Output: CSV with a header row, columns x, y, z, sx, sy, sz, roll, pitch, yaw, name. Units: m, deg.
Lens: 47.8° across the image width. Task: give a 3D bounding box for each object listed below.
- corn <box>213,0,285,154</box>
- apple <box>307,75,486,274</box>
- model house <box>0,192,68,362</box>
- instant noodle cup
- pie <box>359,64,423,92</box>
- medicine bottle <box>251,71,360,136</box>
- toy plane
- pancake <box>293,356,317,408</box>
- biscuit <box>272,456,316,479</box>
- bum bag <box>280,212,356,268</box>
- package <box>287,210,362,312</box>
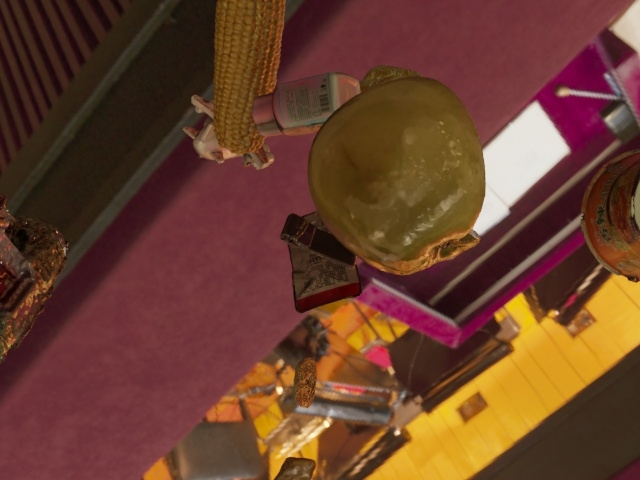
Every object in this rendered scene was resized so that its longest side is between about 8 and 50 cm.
x,y,z,sx,sy,sz,roll,pitch,yaw,name
-0.153,-0.371,1.481,0.144,0.144,0.387,-9,126,-29,corn
0.107,-0.080,1.097,0.234,0.257,0.295,-23,159,-9,apple
-0.695,0.003,1.301,0.298,0.360,0.339,4,140,21,model house
0.542,-0.044,1.114,0.230,0.230,0.182,-34,175,2,instant noodle cup
0.186,-0.328,1.928,0.105,0.257,0.274,26,78,-73,pie
-0.028,-0.247,1.342,0.188,0.094,0.119,-7,-178,27,medicine bottle
-0.219,-0.257,1.737,0.252,0.252,0.118,5,135,-40,toy plane
-0.029,0.277,1.415,0.017,0.108,0.108,-4,151,21,pancake
-0.112,0.526,1.508,0.184,0.039,0.174,8,108,-15,biscuit
0.000,0.000,1.430,0.160,0.109,0.026,23,114,-6,bum bag
0.000,0.036,1.575,0.154,0.239,0.030,-20,144,15,package
